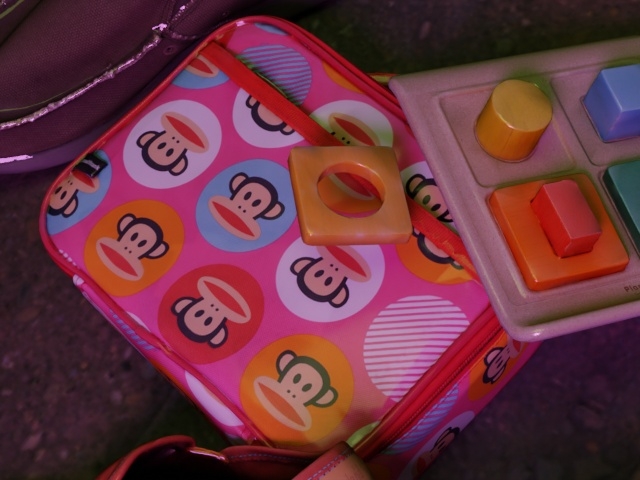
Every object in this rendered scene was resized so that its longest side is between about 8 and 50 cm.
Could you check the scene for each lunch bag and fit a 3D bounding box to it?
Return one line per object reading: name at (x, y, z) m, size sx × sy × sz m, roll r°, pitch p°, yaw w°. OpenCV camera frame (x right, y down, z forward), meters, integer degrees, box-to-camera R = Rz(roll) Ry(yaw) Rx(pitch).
lunch bag at (0.000, 0.000, 0.966) m, size 0.258 × 0.120 × 0.293 m, roll -44°, pitch 62°, yaw -13°

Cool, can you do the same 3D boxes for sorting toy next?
sorting toy at (0.153, -0.044, 0.888) m, size 0.347 × 0.047 × 0.196 m, roll -12°, pitch 58°, yaw -21°

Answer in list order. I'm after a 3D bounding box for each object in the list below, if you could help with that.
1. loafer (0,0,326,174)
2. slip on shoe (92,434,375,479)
loafer at (-0.132, -0.183, 1.088) m, size 0.366 × 0.130 × 0.134 m, roll -33°, pitch 59°, yaw -2°
slip on shoe at (-0.090, 0.156, 0.860) m, size 0.331 × 0.101 × 0.123 m, roll -7°, pitch 17°, yaw 41°
